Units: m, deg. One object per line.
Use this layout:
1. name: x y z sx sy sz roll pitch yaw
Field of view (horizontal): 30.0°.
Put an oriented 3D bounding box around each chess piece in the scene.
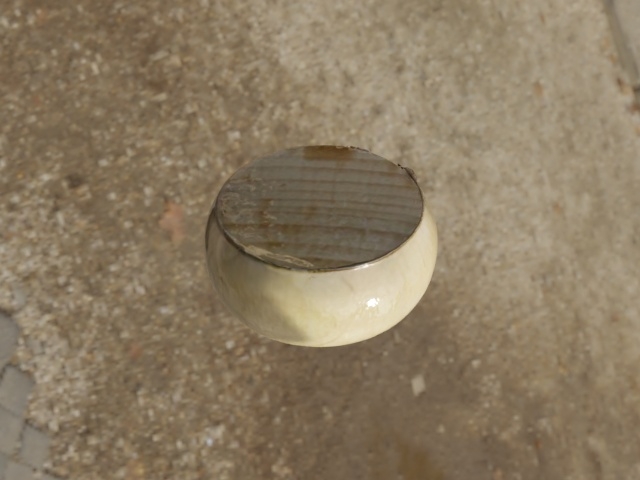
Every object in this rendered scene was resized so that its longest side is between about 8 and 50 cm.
1. chess piece: 0.000 0.000 0.427 0.083 0.084 0.038 -65 157 -47
